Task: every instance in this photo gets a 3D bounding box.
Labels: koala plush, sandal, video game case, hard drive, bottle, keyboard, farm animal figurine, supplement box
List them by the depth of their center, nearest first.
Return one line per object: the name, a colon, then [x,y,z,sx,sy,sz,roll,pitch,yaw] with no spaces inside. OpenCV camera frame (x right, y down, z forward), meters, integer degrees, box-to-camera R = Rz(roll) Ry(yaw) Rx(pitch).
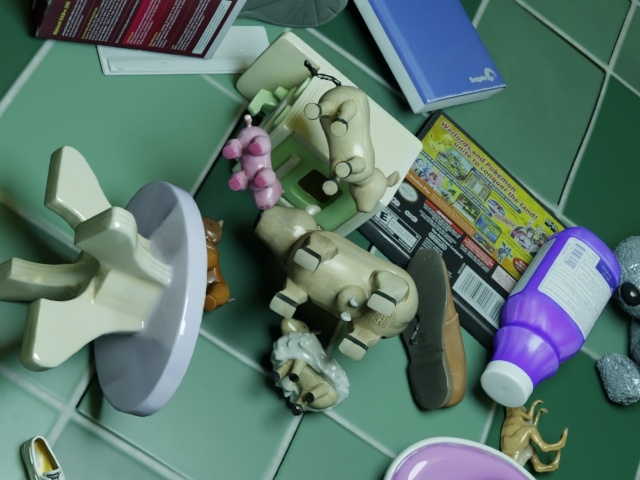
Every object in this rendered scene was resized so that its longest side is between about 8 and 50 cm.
farm animal figurine: [0.000,0.000,1.531,0.327,0.330,0.172,47,24,-1]
sandal: [0.265,0.381,1.601,0.416,0.102,0.169,36,71,-13]
supplement box: [-0.228,-0.305,1.612,0.239,0.130,0.073,3,58,-29]
keyboard: [-0.176,-0.254,1.706,0.256,0.014,0.072,-6,66,-33]
bottle: [0.307,0.105,1.736,0.118,0.092,0.283,45,53,-9]
video game case: [0.206,-0.017,1.812,0.275,0.035,0.248,42,54,-7]
koala plush: [0.485,0.090,1.848,0.203,0.196,0.221,-17,77,-47]
hard drive: [0.134,-0.344,1.886,0.210,0.040,0.318,-18,77,-49]

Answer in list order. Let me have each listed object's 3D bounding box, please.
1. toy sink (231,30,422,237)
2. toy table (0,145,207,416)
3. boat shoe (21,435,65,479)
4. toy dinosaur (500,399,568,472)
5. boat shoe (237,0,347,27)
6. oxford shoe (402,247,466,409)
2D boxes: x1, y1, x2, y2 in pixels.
toy sink: [-0.017,-0.125,1.654,0.234,0.153,0.131,40,54,-11]
toy table: [-0.238,0.040,1.405,0.161,0.252,0.274,24,45,-39]
boat shoe: [-0.292,0.257,1.386,0.035,0.035,0.100,-13,76,-35]
toy dinosaur: [0.264,0.278,1.709,0.112,0.064,0.211,12,59,4]
boat shoe: [-0.107,-0.369,1.740,0.320,0.118,0.103,3,59,-35]
oxford shoe: [0.154,0.117,1.701,0.076,0.076,0.212,8,76,-51]
